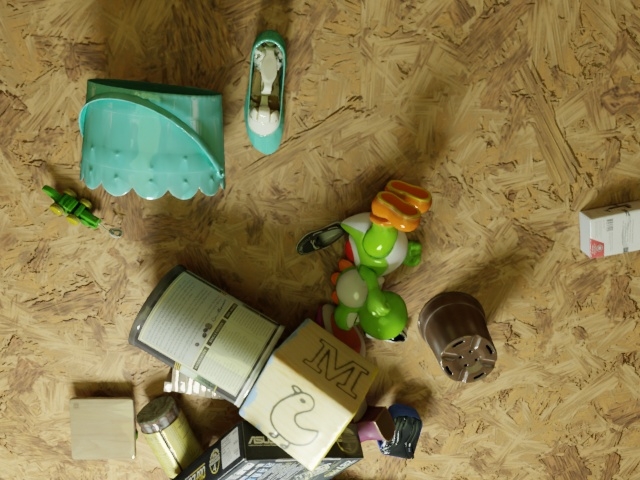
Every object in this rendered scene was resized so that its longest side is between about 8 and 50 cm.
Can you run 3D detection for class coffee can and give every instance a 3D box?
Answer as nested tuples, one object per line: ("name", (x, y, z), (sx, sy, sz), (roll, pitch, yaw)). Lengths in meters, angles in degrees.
("coffee can", (-0.244, 0.208, 1.139), (0.275, 0.201, 0.202), (30, 109, 1))

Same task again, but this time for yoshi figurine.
("yoshi figurine", (0.147, 0.071, 1.114), (0.203, 0.203, 0.362), (5, 124, -22))

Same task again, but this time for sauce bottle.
("sauce bottle", (-0.364, 0.572, 1.360), (0.111, 0.111, 0.345), (-16, 110, 6))

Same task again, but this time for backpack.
("backpack", (0.200, 0.479, 1.329), (0.097, 0.101, 0.120), (12, 107, -13))

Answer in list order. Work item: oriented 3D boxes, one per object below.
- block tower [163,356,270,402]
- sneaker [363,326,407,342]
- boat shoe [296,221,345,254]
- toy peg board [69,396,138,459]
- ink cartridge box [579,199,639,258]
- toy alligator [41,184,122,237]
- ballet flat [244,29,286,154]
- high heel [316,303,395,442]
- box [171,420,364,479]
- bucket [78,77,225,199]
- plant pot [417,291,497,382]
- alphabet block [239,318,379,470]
("block tower", (-0.206, 0.334, 1.278), (0.335, 0.091, 0.097), (9, 111, -4))
("sneaker", (0.159, 0.226, 1.260), (0.109, 0.044, 0.040), (-1, 114, 2))
("boat shoe", (0.000, 0.000, 1.172), (0.125, 0.038, 0.046), (-25, 109, 9))
("toy peg board", (-0.555, 0.476, 1.352), (0.161, 0.079, 0.161), (0, 96, -1))
("ink cartridge box", (0.657, -0.025, 1.153), (0.135, 0.056, 0.099), (-11, 112, 5))
("toy alligator", (-0.528, -0.056, 1.146), (0.189, 0.056, 0.051), (36, 149, -14))
("ballet flat", (-0.112, -0.288, 1.032), (0.083, 0.087, 0.247), (5, 112, -2))
("high heel", (0.036, 0.337, 1.283), (0.181, 0.127, 0.377), (-17, 96, 43))
("box", (-0.137, 0.552, 1.239), (0.318, 0.097, 0.395), (16, 133, -31))
("bucket", (-0.312, -0.198, 0.980), (0.281, 0.281, 0.183), (6, 109, -2))
("plant pot", (0.322, 0.228, 1.196), (0.166, 0.165, 0.167), (0, 111, 0))
("alphabet block", (-0.021, 0.319, 1.101), (0.197, 0.193, 0.192), (34, 115, 10))
